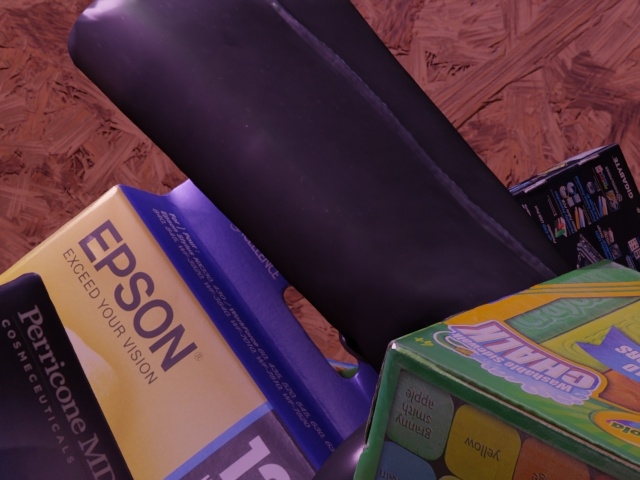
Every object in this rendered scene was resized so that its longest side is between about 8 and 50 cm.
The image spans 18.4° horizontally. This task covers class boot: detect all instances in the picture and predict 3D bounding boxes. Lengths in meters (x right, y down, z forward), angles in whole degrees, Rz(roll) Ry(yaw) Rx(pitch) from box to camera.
[{"bbox_3d":[0.001,0.000,1.132,0.146,0.445,0.367,-48,-26,24],"label":"boot"}]

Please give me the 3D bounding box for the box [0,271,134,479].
[{"bbox_3d":[-0.222,0.210,0.927,0.294,0.296,0.182,-25,0,-43],"label":"box"}]

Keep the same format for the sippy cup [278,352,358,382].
[{"bbox_3d":[-0.029,0.175,1.397,0.305,0.240,0.224,4,1,25],"label":"sippy cup"}]

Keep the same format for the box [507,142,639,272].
[{"bbox_3d":[0.226,0.046,1.654,0.175,0.220,0.051,-26,3,-43],"label":"box"}]

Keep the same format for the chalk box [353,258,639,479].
[{"bbox_3d":[0.095,0.106,0.766,0.132,0.132,0.213,26,25,31],"label":"chalk box"}]

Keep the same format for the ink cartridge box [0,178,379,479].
[{"bbox_3d":[-0.097,0.120,1.244,0.307,0.304,0.072,-39,-27,4],"label":"ink cartridge box"}]
